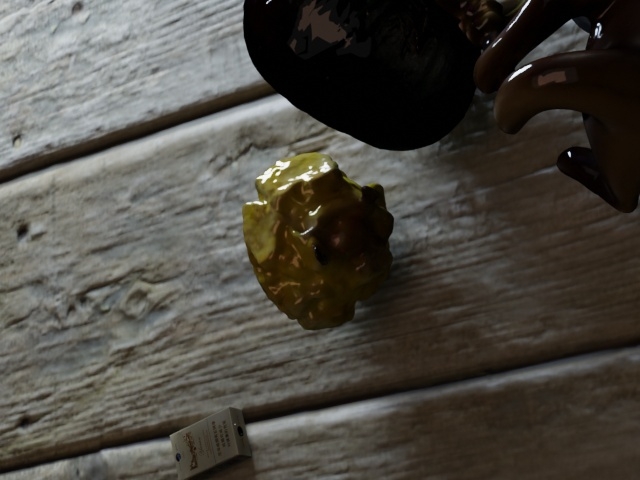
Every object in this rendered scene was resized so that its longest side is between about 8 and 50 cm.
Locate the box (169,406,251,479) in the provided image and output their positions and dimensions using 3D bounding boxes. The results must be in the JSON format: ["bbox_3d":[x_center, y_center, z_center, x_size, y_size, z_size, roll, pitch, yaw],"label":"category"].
[{"bbox_3d":[-0.111,0.207,1.855,0.083,0.024,0.053,-28,63,32],"label":"box"}]

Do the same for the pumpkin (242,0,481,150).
[{"bbox_3d":[0.040,-0.183,1.703,0.163,0.233,0.233,-53,53,13],"label":"pumpkin"}]

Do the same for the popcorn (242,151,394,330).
[{"bbox_3d":[0.000,0.000,1.744,0.152,0.148,0.167,-27,76,58],"label":"popcorn"}]

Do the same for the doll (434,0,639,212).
[{"bbox_3d":[0.248,-0.192,1.568,0.209,0.317,0.340,105,161,-63],"label":"doll"}]
